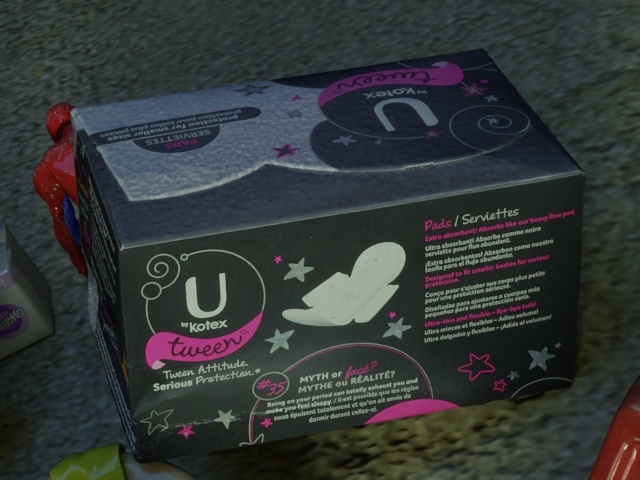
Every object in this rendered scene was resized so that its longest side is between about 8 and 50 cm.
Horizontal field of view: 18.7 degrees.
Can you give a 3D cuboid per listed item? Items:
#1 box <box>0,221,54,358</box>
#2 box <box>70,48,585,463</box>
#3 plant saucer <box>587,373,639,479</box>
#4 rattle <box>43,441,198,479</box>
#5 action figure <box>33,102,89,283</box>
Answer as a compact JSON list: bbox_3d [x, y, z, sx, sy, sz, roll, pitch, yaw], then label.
[{"bbox_3d":[-0.341,0.096,1.338,0.324,0.067,0.063,-26,36,6],"label":"box"},{"bbox_3d":[0.000,0.000,1.058,0.247,0.142,0.163,-8,33,-13],"label":"box"},{"bbox_3d":[0.157,0.195,0.739,0.259,0.048,0.258,30,101,51],"label":"plant saucer"},{"bbox_3d":[-0.080,0.212,1.035,0.200,0.143,0.130,42,65,17],"label":"rattle"},{"bbox_3d":[-0.101,0.023,1.244,0.091,0.139,0.280,-32,57,-6],"label":"action figure"}]
